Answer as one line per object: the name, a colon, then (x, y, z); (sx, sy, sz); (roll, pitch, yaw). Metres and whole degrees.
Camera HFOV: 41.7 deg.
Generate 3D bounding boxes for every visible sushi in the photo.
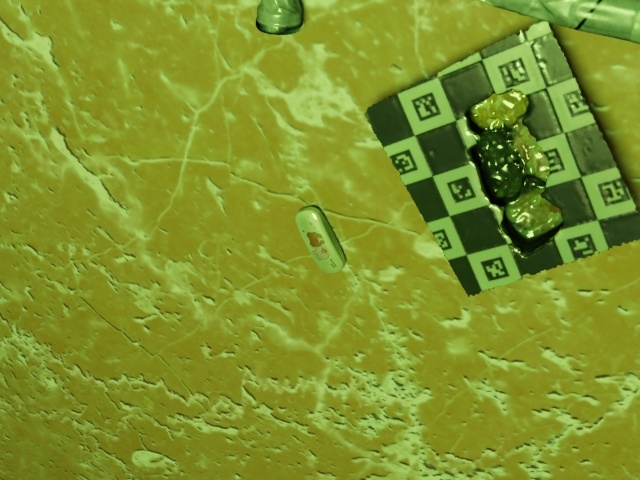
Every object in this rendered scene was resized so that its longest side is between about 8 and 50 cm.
sushi: (0.175, -0.074, 0.790); (0.192, 0.050, 0.215); (-23, 102, 33)

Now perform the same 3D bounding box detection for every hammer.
hammer: (0.128, -0.204, 0.700); (0.427, 0.044, 0.152); (21, 125, 21)

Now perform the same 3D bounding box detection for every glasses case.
glasses case: (0.000, 0.000, 0.935); (0.032, 0.021, 0.083); (-15, 114, 29)
